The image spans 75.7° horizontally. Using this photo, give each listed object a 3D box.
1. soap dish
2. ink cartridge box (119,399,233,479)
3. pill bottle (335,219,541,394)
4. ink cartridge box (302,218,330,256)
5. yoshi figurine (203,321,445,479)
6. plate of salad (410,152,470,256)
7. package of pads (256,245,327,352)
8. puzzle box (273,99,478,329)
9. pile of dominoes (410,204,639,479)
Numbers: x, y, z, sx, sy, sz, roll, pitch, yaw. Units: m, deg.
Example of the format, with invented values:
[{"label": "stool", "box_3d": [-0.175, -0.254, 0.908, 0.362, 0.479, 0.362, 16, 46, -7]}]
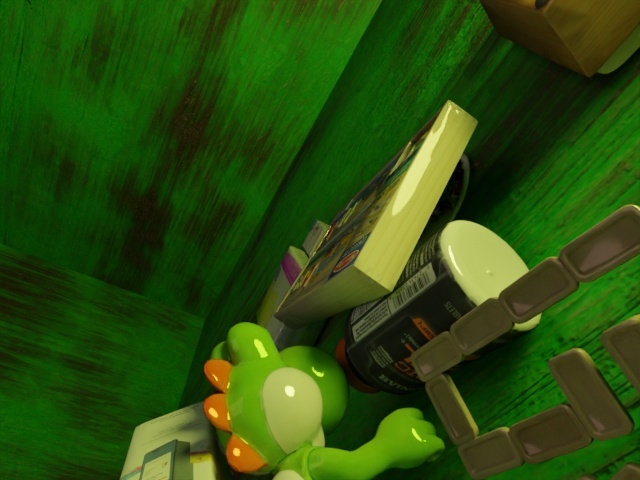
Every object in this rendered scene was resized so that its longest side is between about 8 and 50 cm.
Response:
[{"label": "soap dish", "box_3d": [0.322, -0.346, 0.492, 0.229, 0.118, 0.291, -56, 18, 30]}, {"label": "ink cartridge box", "box_3d": [-0.129, 0.282, 0.400, 0.212, 0.093, 0.154, -167, 62, -75]}, {"label": "pill bottle", "box_3d": [0.114, 0.097, 0.483, 0.246, 0.130, 0.130, -51, 21, 42]}, {"label": "ink cartridge box", "box_3d": [0.000, 0.000, 1.119, 0.089, 0.052, 0.122, -63, 18, 7]}, {"label": "yoshi figurine", "box_3d": [0.014, 0.239, 0.423, 0.362, 0.203, 0.203, 55, 166, 32]}, {"label": "plate of salad", "box_3d": [0.170, -0.066, 0.689, 0.200, 0.048, 0.200, -56, 18, 28]}, {"label": "package of pads", "box_3d": [-0.070, 0.159, 1.021, 0.229, 0.101, 0.296, -63, 16, 5]}, {"label": "puzzle box", "box_3d": [0.054, -0.003, 0.647, 0.272, 0.052, 0.409, -58, 6, -25]}, {"label": "pile of dominoes", "box_3d": [0.196, 0.116, 0.294, 0.251, 0.040, 0.196, -52, 50, 40]}]
